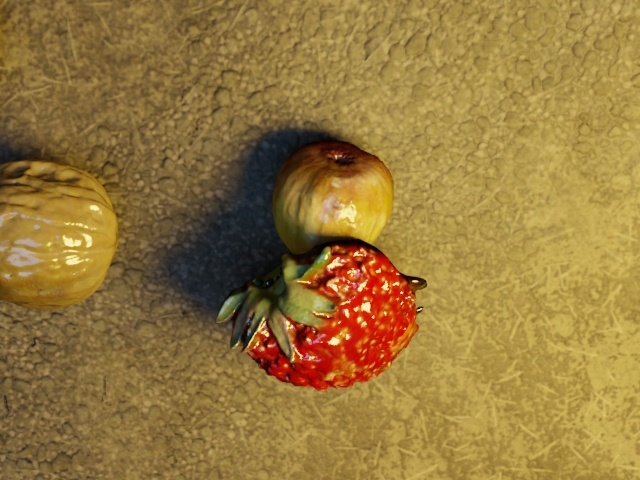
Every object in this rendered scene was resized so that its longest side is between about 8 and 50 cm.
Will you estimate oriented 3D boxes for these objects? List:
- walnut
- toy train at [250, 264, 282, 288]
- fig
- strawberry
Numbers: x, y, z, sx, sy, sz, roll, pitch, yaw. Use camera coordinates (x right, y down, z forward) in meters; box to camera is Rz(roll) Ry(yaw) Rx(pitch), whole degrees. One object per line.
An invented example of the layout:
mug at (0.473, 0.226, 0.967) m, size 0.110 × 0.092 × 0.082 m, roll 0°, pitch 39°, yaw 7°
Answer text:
walnut at (-0.368, -0.006, 1.346) m, size 0.213 × 0.213 × 0.213 m, roll 0°, pitch 108°, yaw 1°
toy train at (-0.047, 0.092, 1.453) m, size 0.081 × 0.050 × 0.122 m, roll -37°, pitch 106°, yaw 0°
fig at (0.000, 0.000, 1.374) m, size 0.159 × 0.159 × 0.257 m, roll 17°, pitch 113°, yaw -5°
strawberry at (0.041, 0.123, 1.342) m, size 0.233 × 0.138 × 0.306 m, roll -38°, pitch 137°, yaw 24°
